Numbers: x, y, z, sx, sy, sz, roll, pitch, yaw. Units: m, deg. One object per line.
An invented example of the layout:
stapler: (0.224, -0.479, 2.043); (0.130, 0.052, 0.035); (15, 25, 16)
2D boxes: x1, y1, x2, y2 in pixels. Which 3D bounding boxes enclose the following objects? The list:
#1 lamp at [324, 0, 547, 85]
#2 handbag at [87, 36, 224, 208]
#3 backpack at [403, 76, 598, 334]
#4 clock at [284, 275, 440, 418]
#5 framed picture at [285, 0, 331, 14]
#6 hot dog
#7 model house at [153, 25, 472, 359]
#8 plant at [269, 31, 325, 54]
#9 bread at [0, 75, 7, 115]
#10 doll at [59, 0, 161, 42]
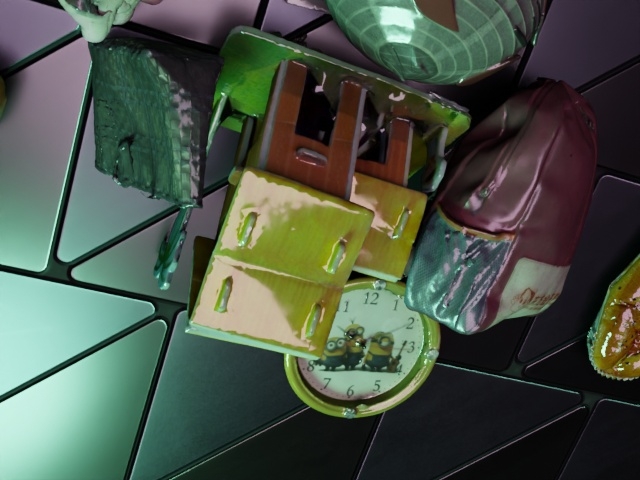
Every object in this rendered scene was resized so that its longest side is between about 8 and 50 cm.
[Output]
lamp: (0.122, -0.280, 0.827); (0.265, 0.233, 0.233); (27, 106, -41)
handbag: (-0.195, -0.136, 0.855); (0.088, 0.270, 0.175); (-2, 106, -36)
backpack: (0.234, -0.051, 0.963); (0.197, 0.283, 0.317); (23, 103, 25)
clock: (0.058, 0.150, 1.112); (0.237, 0.057, 0.237); (-4, 113, -10)
framed picture: (0.111, -0.364, 0.929); (0.273, 0.016, 0.216); (12, 110, -14)
hot dog: (0.502, 0.095, 1.156); (0.144, 0.075, 0.268); (21, 109, -18)
model house: (-0.038, -0.003, 0.916); (0.300, 0.340, 0.324); (18, 63, -17)
plant: (-0.041, -0.233, 0.940); (0.102, 0.051, 0.051); (-6, 114, -19)
bread: (-0.474, -0.173, 0.838); (0.236, 0.140, 0.106); (12, 113, -15)
doll: (-0.217, -0.306, 0.820); (0.192, 0.095, 0.149); (-54, 129, -35)
